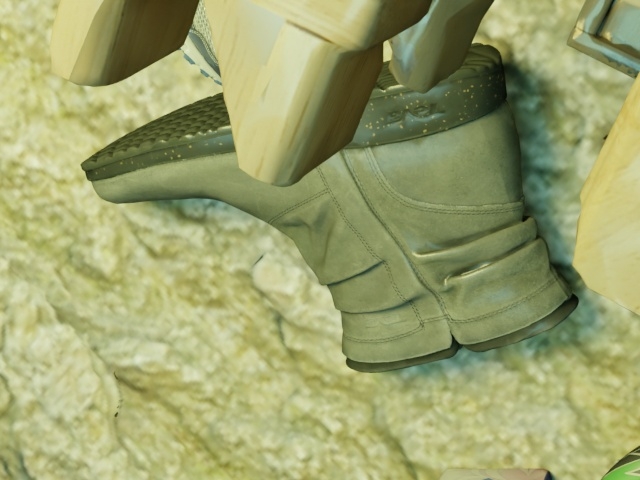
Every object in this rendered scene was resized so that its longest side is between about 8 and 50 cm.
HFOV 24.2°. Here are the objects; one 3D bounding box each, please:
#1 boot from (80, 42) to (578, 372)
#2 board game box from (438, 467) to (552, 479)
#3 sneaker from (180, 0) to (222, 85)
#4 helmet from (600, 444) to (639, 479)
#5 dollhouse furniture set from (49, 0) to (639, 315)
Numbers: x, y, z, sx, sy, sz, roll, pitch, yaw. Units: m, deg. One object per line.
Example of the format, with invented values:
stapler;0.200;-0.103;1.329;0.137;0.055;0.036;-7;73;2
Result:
boot;0.000;0.000;0.778;0.246;0.083;0.161;-8;109;23
board game box;0.073;0.318;0.714;0.065;0.318;0.319;-5;105;20
sneaker;-0.058;-0.145;0.768;0.058;0.052;0.135;-20;99;19
helmet;0.203;0.161;0.715;0.161;0.169;0.169;-19;99;6
dollhouse furniture set;0.184;-0.125;0.497;0.362;0.394;0.256;27;113;10
